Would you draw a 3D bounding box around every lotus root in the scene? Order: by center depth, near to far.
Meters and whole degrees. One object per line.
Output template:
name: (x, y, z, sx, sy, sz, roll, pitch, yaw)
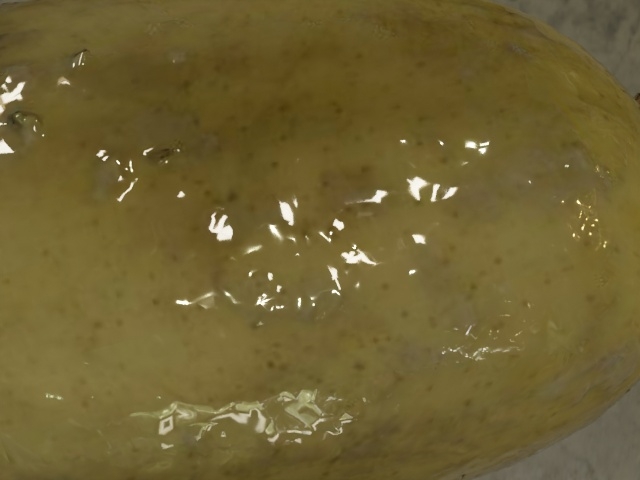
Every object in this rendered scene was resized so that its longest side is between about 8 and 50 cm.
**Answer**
lotus root: (0.000, 0.000, 0.430, 0.343, 0.151, 0.169, -7, 71, -12)
